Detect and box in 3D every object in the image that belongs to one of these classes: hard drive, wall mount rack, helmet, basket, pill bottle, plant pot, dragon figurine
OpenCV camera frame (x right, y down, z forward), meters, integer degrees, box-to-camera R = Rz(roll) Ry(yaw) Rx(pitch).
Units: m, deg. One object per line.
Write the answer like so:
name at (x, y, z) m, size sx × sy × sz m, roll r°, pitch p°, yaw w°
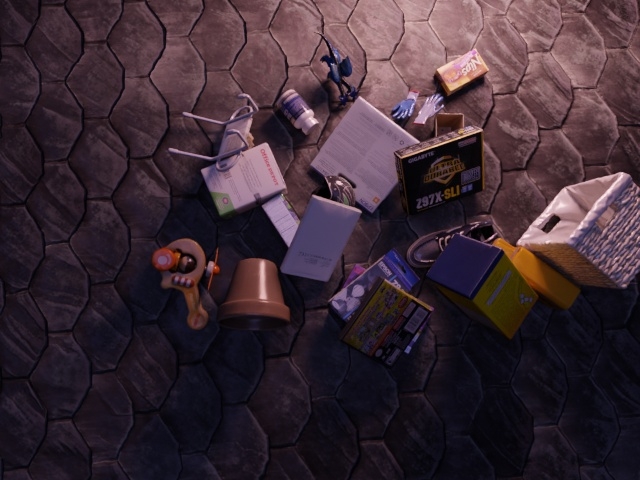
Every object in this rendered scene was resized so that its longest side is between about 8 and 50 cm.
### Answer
hard drive at (0.000, 0.000, 1.550) m, size 0.203 × 0.040 × 0.307 m, roll 15°, pitch 110°, yaw -29°
wall mount rack at (-0.395, -0.413, 1.593) m, size 0.305 × 0.130 × 0.349 m, roll -12°, pitch 52°, yaw 24°
helmet at (0.053, -0.161, 1.603) m, size 0.161 × 0.169 × 0.169 m, roll -44°, pitch 86°, yaw 15°
basket at (0.979, -0.023, 1.533) m, size 0.266 × 0.331 × 0.328 m, roll 42°, pitch 85°, yaw -3°
pill bottle at (-0.087, -0.506, 1.672) m, size 0.094 × 0.094 × 0.169 m, roll -40°, pitch 86°, yaw -4°
plant pot at (0.500, -0.432, 1.673) m, size 0.109 × 0.096 × 0.108 m, roll 0°, pitch 84°, yaw -1°
dragon figurine at (0.068, -0.673, 1.639) m, size 0.085 × 0.289 × 0.144 m, roll -28°, pitch 48°, yaw -6°
plant pot at (-0.240, 0.197, 1.547) m, size 0.264 × 0.263 × 0.229 m, roll 0°, pitch 65°, yaw -1°

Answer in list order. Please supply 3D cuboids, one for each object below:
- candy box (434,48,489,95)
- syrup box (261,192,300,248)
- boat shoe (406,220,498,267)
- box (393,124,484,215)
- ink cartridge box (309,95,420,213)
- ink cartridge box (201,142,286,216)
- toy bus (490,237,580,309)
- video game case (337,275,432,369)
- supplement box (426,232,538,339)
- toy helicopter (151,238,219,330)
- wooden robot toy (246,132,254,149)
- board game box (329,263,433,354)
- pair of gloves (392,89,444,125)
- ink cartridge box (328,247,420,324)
candy box at (0.576, -0.686, 1.722) m, size 0.187 × 0.053 × 0.109 m, roll -29°, pitch 85°, yaw -2°
syrup box at (-0.123, -0.054, 1.627) m, size 0.096 × 0.093 × 0.236 m, roll -34°, pitch 86°, yaw -4°
boat shoe at (0.497, 0.007, 1.599) m, size 0.341 × 0.158 × 0.127 m, roll -23°, pitch 85°, yaw -3°
box at (0.453, -0.261, 1.594) m, size 0.323 × 0.079 × 0.256 m, roll -19°, pitch 126°, yaw -4°
ink cartridge box at (0.181, -0.330, 1.654) m, size 0.324 × 0.071 × 0.330 m, roll 39°, pitch 108°, yaw 3°
ink cartridge box at (-0.289, -0.227, 1.630) m, size 0.273 × 0.115 × 0.198 m, roll -23°, pitch 85°, yaw -2°
toy bus at (0.796, 0.125, 1.606) m, size 0.333 × 0.130 × 0.108 m, roll 37°, pitch 85°, yaw 3°
video game case at (0.237, 0.304, 1.536) m, size 0.248 × 0.035 × 0.274 m, roll 33°, pitch 93°, yaw -19°
supplement box at (0.574, 0.162, 1.481) m, size 0.357 × 0.194 × 0.195 m, roll 40°, pitch 84°, yaw -36°
toy helicopter at (-0.482, 0.165, 1.603) m, size 0.235 × 0.140 × 0.354 m, roll -13°, pitch 95°, yaw -11°
wooden robot toy at (-0.301, -0.393, 1.666) m, size 0.173 × 0.079 × 0.076 m, roll 29°, pitch 75°, yaw 41°
board game box at (0.235, 0.264, 1.627) m, size 0.347 × 0.056 × 0.208 m, roll 30°, pitch 89°, yaw 2°
pair of gloves at (0.386, -0.528, 1.670) m, size 0.198 × 0.023 × 0.159 m, roll 25°, pitch 75°, yaw 36°
ink cartridge box at (0.206, 0.188, 1.581) m, size 0.333 × 0.065 × 0.165 m, roll -40°, pitch 86°, yaw -5°
